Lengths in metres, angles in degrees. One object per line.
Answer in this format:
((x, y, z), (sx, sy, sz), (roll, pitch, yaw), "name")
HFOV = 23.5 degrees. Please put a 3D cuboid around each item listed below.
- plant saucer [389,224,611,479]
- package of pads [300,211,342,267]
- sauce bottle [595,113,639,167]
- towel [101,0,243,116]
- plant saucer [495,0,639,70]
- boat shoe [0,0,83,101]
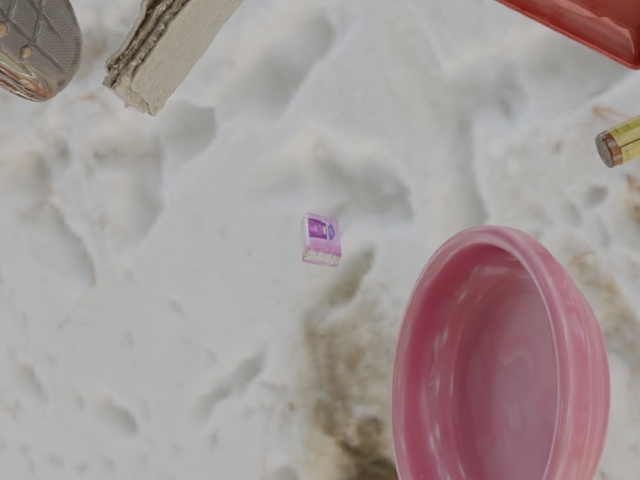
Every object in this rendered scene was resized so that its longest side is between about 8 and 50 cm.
((0.178, 0.152, 1.500), (0.332, 0.084, 0.332), (-175, 90, -66), "plant saucer")
((0.000, 0.000, 2.039), (0.083, 0.050, 0.032), (-95, 22, -55), "package of pads")
((0.348, -0.116, 1.587), (0.042, 0.128, 0.042), (158, 90, -82), "sauce bottle")
((-0.134, -0.263, 1.682), (0.049, 0.187, 0.282), (38, 88, 6), "towel")
((0.270, -0.322, 1.509), (0.259, 0.258, 0.048), (-59, 7, 44), "plant saucer")
((-0.334, -0.220, 1.245), (0.324, 0.123, 0.116), (40, 134, -1), "boat shoe")
